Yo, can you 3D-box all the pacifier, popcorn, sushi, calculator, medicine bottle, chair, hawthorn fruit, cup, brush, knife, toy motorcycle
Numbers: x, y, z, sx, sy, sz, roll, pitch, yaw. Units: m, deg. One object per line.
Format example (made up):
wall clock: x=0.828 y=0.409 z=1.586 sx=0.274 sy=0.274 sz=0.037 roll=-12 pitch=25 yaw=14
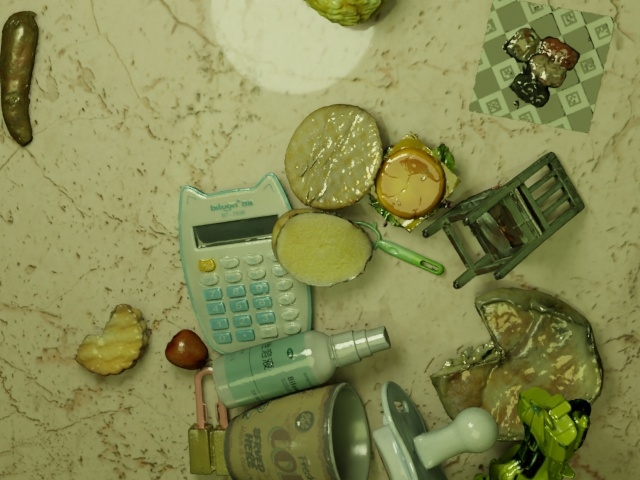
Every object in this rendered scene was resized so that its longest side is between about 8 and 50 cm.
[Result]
pacifier: x=0.233 y=0.390 z=1.742 sx=0.233 sy=0.244 sz=0.299 roll=-28 pitch=73 yaw=20
popcorn: x=0.039 y=-0.495 z=1.641 sx=0.198 sy=0.198 sz=0.212 roll=8 pitch=106 yaw=7
sushi: x=0.411 y=-0.326 z=1.694 sx=0.231 sy=0.047 sz=0.219 roll=12 pitch=102 yaw=6
calculator: x=-0.149 y=0.062 z=1.848 sx=0.256 sy=0.054 sz=0.386 roll=-8 pitch=100 yaw=10
medicine bottle: x=-0.035 y=0.238 z=1.810 sx=0.352 sy=0.110 sz=0.110 roll=-17 pitch=98 yaw=9
chair: x=0.346 y=-0.038 z=1.730 sx=0.270 sy=0.147 sz=0.136 roll=-37 pitch=98 yaw=-31
hawthorn fruit: x=-0.271 y=0.232 z=1.884 sx=0.093 sy=0.081 sz=0.081 roll=40 pitch=103 yaw=-8
cup: x=-0.037 y=0.435 z=1.846 sx=0.257 sy=0.227 sz=0.301 roll=-9 pitch=128 yaw=23
brush: x=-0.228 y=0.378 z=1.922 sx=0.103 sy=0.047 sz=0.233 roll=-1 pitch=99 yaw=9
knife: x=0.151 y=0.011 z=1.812 sx=0.212 sy=0.015 sz=0.054 roll=25 pitch=102 yaw=5
toy motorcycle: x=0.395 y=0.429 z=1.741 sx=0.142 sy=0.206 sz=0.342 roll=44 pitch=136 yaw=38

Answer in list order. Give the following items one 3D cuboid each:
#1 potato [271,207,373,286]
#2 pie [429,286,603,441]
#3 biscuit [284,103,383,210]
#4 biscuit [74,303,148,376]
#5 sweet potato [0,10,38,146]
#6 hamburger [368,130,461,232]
potato: x=0.000 y=0.000 z=1.769 sx=0.200 sy=0.081 sz=0.164 roll=17 pitch=113 yaw=-20
pie: x=0.391 y=0.256 z=1.794 sx=0.337 sy=0.075 sz=0.337 roll=1 pitch=103 yaw=3
biscuit: x=0.024 y=-0.160 z=1.747 sx=0.220 sy=0.033 sz=0.220 roll=-5 pitch=79 yaw=30
biscuit: x=-0.426 y=0.217 z=1.914 sx=0.183 sy=0.061 sz=0.118 roll=-42 pitch=94 yaw=15
sweet potato: x=-0.610 y=-0.325 z=1.836 sx=0.075 sy=0.075 sz=0.273 roll=9 pitch=104 yaw=7
hamburger: x=0.174 y=-0.114 z=1.745 sx=0.189 sy=0.093 sz=0.164 roll=-33 pitch=94 yaw=15
